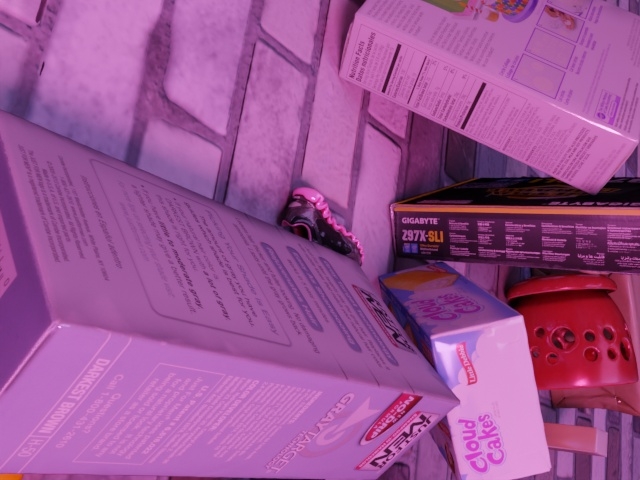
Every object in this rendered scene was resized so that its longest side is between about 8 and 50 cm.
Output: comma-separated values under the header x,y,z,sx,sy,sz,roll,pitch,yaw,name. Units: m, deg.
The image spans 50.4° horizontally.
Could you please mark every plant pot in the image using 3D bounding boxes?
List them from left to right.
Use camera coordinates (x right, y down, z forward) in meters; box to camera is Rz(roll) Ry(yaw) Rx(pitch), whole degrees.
x,y,z,sx,sy,sz,roll,pitch,yaw,name
0.391,0.146,1.079,0.191,0.191,0.174,13,70,-50,plant pot

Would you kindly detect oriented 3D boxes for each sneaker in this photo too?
x,y,z,sx,sy,sz,roll,pitch,yaw,name
0.000,0.000,0.726,0.119,0.047,0.057,48,58,-27,sneaker

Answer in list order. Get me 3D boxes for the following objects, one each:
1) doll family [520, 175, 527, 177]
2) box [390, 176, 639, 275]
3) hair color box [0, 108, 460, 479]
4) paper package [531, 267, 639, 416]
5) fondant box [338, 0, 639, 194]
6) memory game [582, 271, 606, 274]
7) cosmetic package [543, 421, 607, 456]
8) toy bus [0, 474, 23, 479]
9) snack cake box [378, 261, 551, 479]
x,y,z,sx,sy,sz,roll,pitch,yaw,name
0.376,-0.039,1.128,0.111,0.193,0.076,27,105,-29,doll family
0.293,-0.030,0.865,0.257,0.322,0.079,-16,105,-50,box
-0.073,0.065,0.497,0.374,0.113,0.185,23,25,-47,hair color box
0.556,0.131,1.298,0.324,0.168,0.310,-21,103,-51,paper package
0.222,-0.227,0.817,0.238,0.330,0.096,-58,173,-36,fondant box
0.343,0.029,1.038,0.186,0.186,0.012,5,98,-51,memory game
0.415,0.333,1.141,0.060,0.115,0.041,31,63,-46,cosmetic package
-0.277,0.232,0.302,0.333,0.108,0.130,-49,123,-42,toy bus
0.140,0.125,0.725,0.264,0.089,0.152,-124,-158,-80,snack cake box
